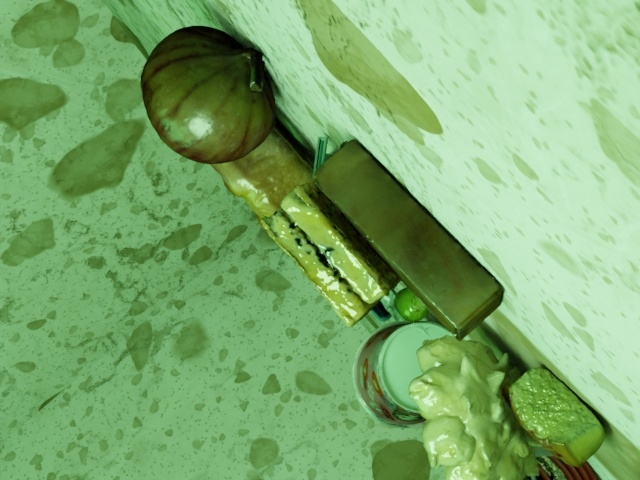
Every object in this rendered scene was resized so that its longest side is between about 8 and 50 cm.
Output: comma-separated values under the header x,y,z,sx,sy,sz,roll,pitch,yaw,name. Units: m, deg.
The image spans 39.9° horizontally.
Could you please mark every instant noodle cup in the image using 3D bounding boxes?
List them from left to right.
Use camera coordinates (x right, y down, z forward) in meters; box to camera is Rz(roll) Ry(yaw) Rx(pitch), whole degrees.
x,y,z,sx,sy,sz,roll,pitch,yaw,name
0.198,0.281,1.879,0.243,0.243,0.231,49,169,6,instant noodle cup

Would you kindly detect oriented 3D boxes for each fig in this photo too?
x,y,z,sx,sy,sz,roll,pitch,yaw,name
-0.177,-0.241,1.449,0.235,0.214,0.235,28,-162,-10,fig

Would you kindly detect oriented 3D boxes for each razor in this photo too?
x,y,z,sx,sy,sz,roll,pitch,yaw,name
0.007,-0.134,1.504,0.037,0.068,0.191,9,-179,-1,razor

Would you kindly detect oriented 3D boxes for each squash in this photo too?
x,y,z,sx,sy,sz,roll,pitch,yaw,name
0.182,0.125,1.777,0.066,0.066,0.201,49,-178,0,squash

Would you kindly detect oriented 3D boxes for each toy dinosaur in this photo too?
x,y,z,sx,sy,sz,roll,pitch,yaw,name
0.118,0.099,2.143,0.242,0.053,0.167,43,177,17,toy dinosaur

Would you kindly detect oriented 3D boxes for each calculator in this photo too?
x,y,z,sx,sy,sz,roll,pitch,yaw,name
0.092,0.094,2.255,0.293,0.051,0.173,50,-177,-16,calculator

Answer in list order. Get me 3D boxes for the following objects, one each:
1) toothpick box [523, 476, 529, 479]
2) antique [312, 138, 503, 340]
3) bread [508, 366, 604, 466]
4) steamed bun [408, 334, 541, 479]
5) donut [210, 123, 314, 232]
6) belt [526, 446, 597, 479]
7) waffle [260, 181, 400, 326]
x,y,z,sx,sy,sz,roll,pitch,yaw,name
0.385,0.445,1.792,0.271,0.175,0.175,47,175,-12,toothpick box
0.118,-0.004,1.240,0.310,0.087,0.093,47,175,19,antique
0.345,0.266,1.285,0.156,0.086,0.125,46,176,47,bread
0.274,0.282,1.414,0.292,0.137,0.295,4,-115,-57,steamed bun
-0.124,-0.151,1.677,0.317,0.150,0.299,47,-175,-16,donut
0.368,0.446,1.614,0.324,0.227,0.115,48,173,-4,belt
0.041,0.004,1.397,0.213,0.091,0.308,49,-165,5,waffle
